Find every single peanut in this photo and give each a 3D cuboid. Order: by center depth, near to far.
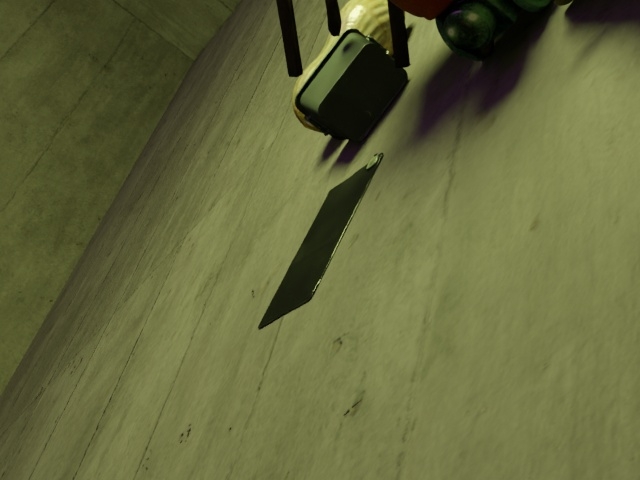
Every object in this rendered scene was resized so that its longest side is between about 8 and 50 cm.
[{"bbox_3d":[0.036,-0.221,1.406,0.207,0.087,0.087,-57,15,-18],"label":"peanut"}]

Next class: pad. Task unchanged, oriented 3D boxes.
[{"bbox_3d":[0.000,0.000,1.174,0.116,0.004,0.193,-33,26,55],"label":"pad"}]

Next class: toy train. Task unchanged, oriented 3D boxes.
[{"bbox_3d":[0.139,-0.298,1.074,0.116,0.177,0.285,-35,26,48],"label":"toy train"}]

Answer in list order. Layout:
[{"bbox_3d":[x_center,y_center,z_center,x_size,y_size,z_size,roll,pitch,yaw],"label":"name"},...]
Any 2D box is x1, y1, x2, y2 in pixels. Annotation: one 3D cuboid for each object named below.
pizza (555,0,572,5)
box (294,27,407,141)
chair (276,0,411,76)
[{"bbox_3d":[0.197,-0.307,0.876,0.288,0.075,0.280,73,-144,-49],"label":"pizza"},{"bbox_3d":[0.038,-0.170,1.299,0.122,0.084,0.069,-54,24,3],"label":"box"},{"bbox_3d":[0.020,-0.339,1.140,0.160,0.319,0.186,-1,26,24],"label":"chair"}]
